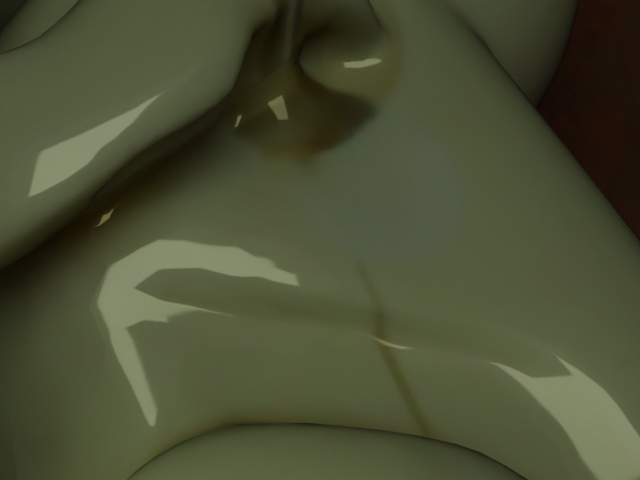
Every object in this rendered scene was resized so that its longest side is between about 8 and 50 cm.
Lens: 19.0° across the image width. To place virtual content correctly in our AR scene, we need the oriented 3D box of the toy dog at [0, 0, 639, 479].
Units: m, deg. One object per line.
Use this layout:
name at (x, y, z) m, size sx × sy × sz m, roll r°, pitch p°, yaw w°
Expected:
toy dog at (0.000, 0.000, 0.570) m, size 0.395 × 0.284 × 0.408 m, roll -6°, pitch 64°, yaw -5°
